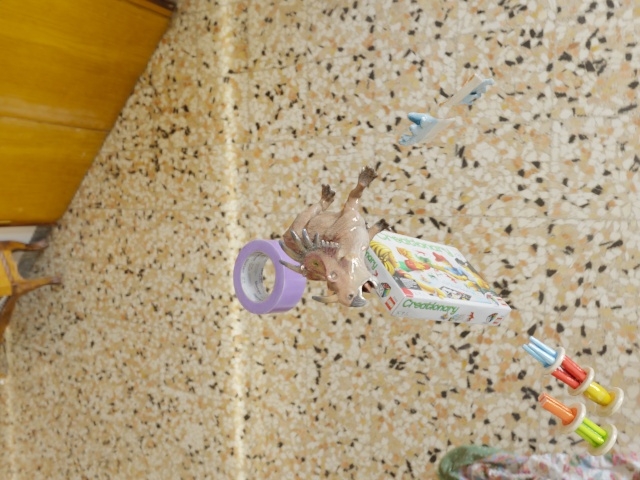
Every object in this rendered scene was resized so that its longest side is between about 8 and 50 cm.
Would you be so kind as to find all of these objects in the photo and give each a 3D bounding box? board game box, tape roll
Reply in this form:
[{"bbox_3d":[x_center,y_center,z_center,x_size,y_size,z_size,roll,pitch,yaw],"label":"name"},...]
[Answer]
[{"bbox_3d":[0.203,0.070,0.949,0.053,0.305,0.193,-58,42,25],"label":"board game box"},{"bbox_3d":[-0.131,0.092,1.268,0.189,0.080,0.188,-2,87,40],"label":"tape roll"}]

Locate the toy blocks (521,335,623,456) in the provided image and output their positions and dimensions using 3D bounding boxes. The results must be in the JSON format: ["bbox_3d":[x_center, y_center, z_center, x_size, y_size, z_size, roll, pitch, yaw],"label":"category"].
[{"bbox_3d":[0.356,0.219,0.731,0.148,0.123,0.054,36,139,9],"label":"toy blocks"}]

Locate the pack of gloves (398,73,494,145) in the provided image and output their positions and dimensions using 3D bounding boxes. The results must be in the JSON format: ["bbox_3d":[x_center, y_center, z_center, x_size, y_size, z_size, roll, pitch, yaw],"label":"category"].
[{"bbox_3d":[0.248,-0.272,1.013,0.195,0.232,0.046,-42,81,30],"label":"pack of gloves"}]

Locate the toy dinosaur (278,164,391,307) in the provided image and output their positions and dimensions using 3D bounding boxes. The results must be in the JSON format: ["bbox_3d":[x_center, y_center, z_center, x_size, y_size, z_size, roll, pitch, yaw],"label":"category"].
[{"bbox_3d":[0.000,0.000,0.793,0.127,0.200,0.296,54,158,-16],"label":"toy dinosaur"}]
